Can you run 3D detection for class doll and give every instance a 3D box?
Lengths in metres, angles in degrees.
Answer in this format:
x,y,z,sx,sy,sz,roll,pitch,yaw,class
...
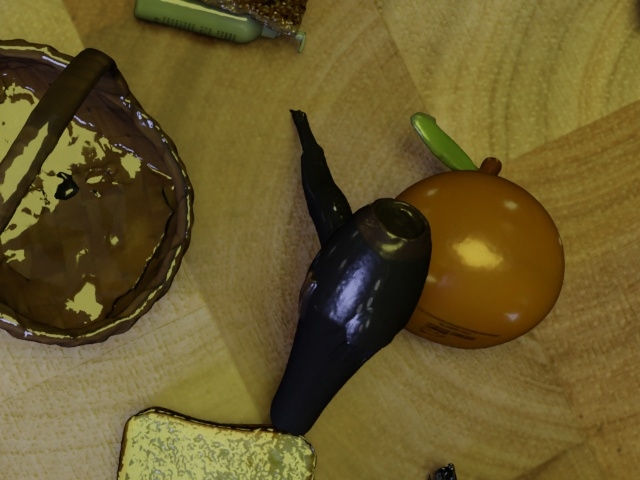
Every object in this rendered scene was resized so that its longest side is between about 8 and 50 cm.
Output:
x,y,z,sx,sy,sz,roll,pitch,yaw,class
0.166,-0.007,1.289,0.213,0.213,0.236,18,67,-7,doll

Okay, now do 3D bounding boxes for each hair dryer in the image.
x,y,z,sx,sy,sz,roll,pitch,yaw,class
0.000,0.000,1.267,0.120,0.303,0.359,6,44,-22,hair dryer

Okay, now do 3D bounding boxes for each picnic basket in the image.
x,y,z,sx,sy,sz,roll,pitch,yaw,class
-0.282,-0.055,1.152,0.337,0.337,0.293,31,79,-5,picnic basket

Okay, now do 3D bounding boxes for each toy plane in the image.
x,y,z,sx,sy,sz,roll,pitch,yaw,class
0.144,0.300,1.320,0.031,0.049,0.120,-8,102,-10,toy plane

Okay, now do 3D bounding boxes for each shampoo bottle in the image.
x,y,z,sx,sy,sz,roll,pitch,yaw,class
-0.111,-0.255,1.335,0.195,0.056,0.056,13,82,-9,shampoo bottle

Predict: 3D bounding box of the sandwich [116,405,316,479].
x,y,z,sx,sy,sz,roll,pitch,yaw,class
-0.118,0.279,1.269,0.215,0.065,0.186,7,82,-8,sandwich

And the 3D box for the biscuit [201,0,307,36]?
x,y,z,sx,sy,sz,roll,pitch,yaw,class
-0.124,-0.311,1.318,0.237,0.026,0.131,21,42,-7,biscuit
